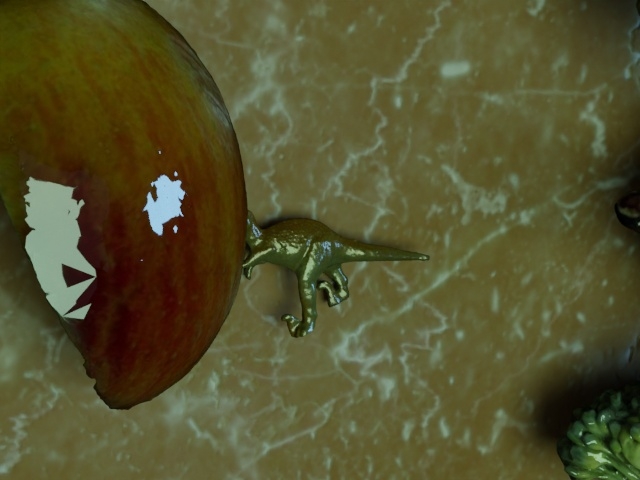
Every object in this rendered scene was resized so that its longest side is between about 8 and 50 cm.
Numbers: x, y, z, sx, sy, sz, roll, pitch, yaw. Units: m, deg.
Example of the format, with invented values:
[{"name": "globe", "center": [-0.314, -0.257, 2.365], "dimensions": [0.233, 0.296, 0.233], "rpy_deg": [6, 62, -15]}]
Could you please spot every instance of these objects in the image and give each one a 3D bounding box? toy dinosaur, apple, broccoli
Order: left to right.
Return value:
[{"name": "apple", "center": [-0.154, -0.028, 1.359], "dimensions": [0.254, 0.179, 0.346], "rpy_deg": [-44, 122, -39]}, {"name": "toy dinosaur", "center": [0.000, 0.000, 1.512], "dimensions": [0.162, 0.039, 0.126], "rpy_deg": [-30, 113, -16]}, {"name": "broccoli", "center": [0.369, 0.210, 1.619], "dimensions": [0.248, 0.288, 0.245], "rpy_deg": [22, 56, -62]}]

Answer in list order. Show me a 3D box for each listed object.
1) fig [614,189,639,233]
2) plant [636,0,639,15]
[{"name": "fig", "center": [0.339, -0.019, 1.546], "dimensions": [0.321, 0.217, 0.217], "rpy_deg": [-3, 107, -41]}, {"name": "plant", "center": [0.377, -0.250, 1.486], "dimensions": [0.306, 0.261, 0.297], "rpy_deg": [-13, 128, -23]}]
